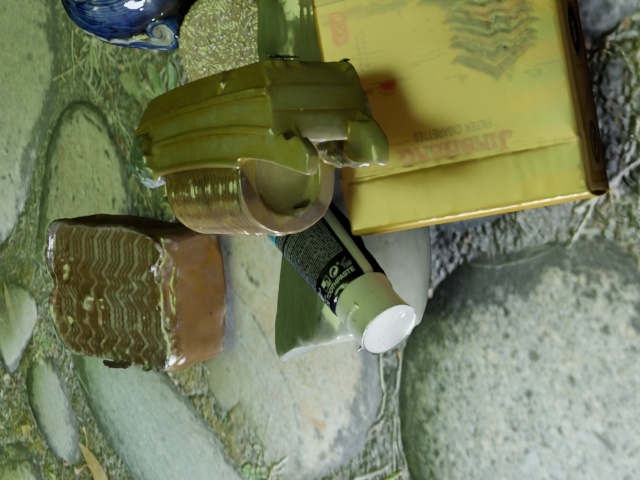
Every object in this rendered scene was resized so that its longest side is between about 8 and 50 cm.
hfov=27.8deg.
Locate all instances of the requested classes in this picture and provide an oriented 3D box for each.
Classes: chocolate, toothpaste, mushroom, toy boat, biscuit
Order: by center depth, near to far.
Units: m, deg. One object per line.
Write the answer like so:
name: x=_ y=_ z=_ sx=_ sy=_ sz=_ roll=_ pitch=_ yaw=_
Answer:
toy boat: x=-0.057 y=-0.059 z=0.921 sx=0.310 sy=0.089 sz=0.115 roll=-3 pitch=92 yaw=60
toothpaste: x=0.000 y=0.000 z=0.943 sx=0.193 sy=0.045 sz=0.071 roll=50 pitch=118 yaw=38
mushroom: x=0.004 y=-0.066 z=1.030 sx=0.159 sy=0.122 sz=0.329 roll=-5 pitch=92 yaw=31
biscuit: x=-0.074 y=-0.166 z=1.149 sx=0.120 sy=0.015 sz=0.120 roll=10 pitch=115 yaw=21
chocolate: x=-0.185 y=0.048 z=1.301 sx=0.214 sy=0.093 sz=0.148 roll=8 pitch=102 yaw=48

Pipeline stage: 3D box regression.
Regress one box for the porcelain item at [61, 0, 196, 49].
porcelain item: x=-0.148 y=-0.315 z=1.170 sx=0.186 sy=0.138 sz=0.288 roll=17 pitch=107 yaw=29

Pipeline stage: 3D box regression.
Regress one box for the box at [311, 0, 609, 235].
box: x=0.087 y=-0.151 z=0.899 sx=0.174 sy=0.076 sz=0.274 roll=-10 pitch=90 yaw=24
